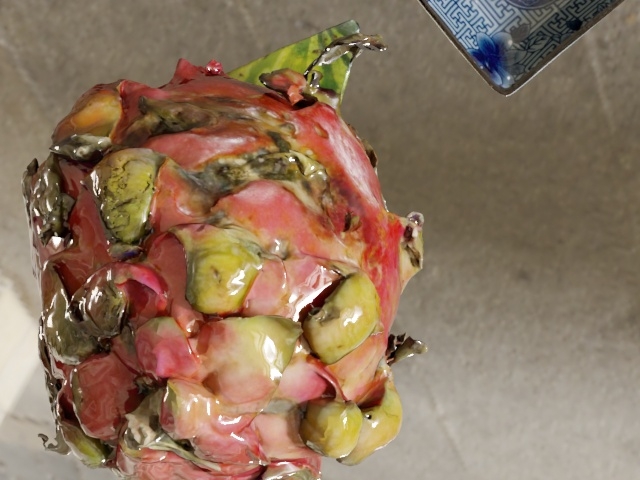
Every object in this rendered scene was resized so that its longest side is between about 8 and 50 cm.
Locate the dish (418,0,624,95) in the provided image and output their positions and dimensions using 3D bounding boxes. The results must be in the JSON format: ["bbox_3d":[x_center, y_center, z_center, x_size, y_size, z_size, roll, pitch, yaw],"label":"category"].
[{"bbox_3d":[0.232,-0.300,1.587,0.243,0.080,0.182,-39,98,10],"label":"dish"}]

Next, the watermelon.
[{"bbox_3d":[-0.039,-0.090,1.414,0.128,0.159,0.303,66,165,10],"label":"watermelon"}]

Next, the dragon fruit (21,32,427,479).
[{"bbox_3d":[-0.055,0.033,0.912,0.269,0.291,0.250,-13,123,-15],"label":"dragon fruit"}]
